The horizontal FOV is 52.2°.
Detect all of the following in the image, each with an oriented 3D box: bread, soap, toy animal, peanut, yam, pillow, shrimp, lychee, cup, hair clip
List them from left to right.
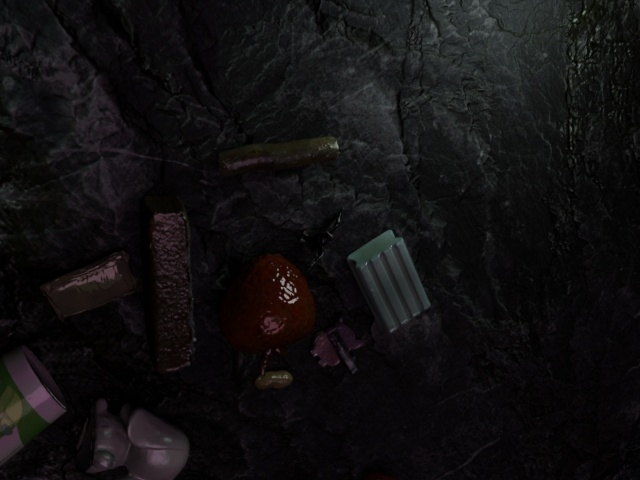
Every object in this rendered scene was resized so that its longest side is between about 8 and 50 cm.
[{"bbox_3d":[-0.755,0.195,1.480,0.124,0.034,0.178,6,111,-31],"label":"shrimp"},{"bbox_3d":[-0.737,0.387,1.465,0.274,0.253,0.253,-33,123,-18],"label":"cup"},{"bbox_3d":[-0.536,0.106,1.532,0.208,0.053,0.119,-23,124,-15],"label":"pillow"},{"bbox_3d":[-0.484,0.528,1.678,0.289,0.174,0.249,-8,116,-21],"label":"toy animal"},{"bbox_3d":[-0.362,0.100,1.549,0.113,0.165,0.416,-7,116,-22],"label":"bread"},{"bbox_3d":[-0.132,0.186,1.653,0.255,0.255,0.300,-12,85,-21],"label":"lychee"},{"bbox_3d":[-0.134,0.399,1.865,0.113,0.054,0.054,-1,113,-23],"label":"peanut"},{"bbox_3d":[-0.100,-0.209,1.595,0.317,0.071,0.067,-12,153,-22],"label":"yam"},{"bbox_3d":[0.000,0.000,1.718,0.062,0.108,0.220,48,53,-30],"label":"toy animal"},{"bbox_3d":[0.052,0.317,1.923,0.146,0.056,0.187,-37,114,-5],"label":"hair clip"},{"bbox_3d":[0.198,0.121,1.876,0.160,0.087,0.265,-33,122,-9],"label":"soap"}]

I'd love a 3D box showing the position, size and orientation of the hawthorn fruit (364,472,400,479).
[{"bbox_3d":[0.212,0.882,2.163,0.185,0.202,0.185,-13,125,-18],"label":"hawthorn fruit"}]
